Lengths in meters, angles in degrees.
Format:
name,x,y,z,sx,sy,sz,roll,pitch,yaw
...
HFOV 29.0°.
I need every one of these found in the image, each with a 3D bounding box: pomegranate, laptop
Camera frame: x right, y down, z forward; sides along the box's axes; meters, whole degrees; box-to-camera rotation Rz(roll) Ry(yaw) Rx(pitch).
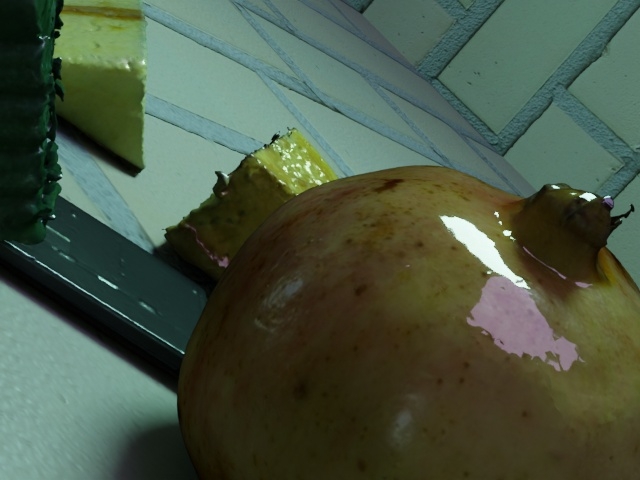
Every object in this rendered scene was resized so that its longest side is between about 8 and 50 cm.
name,x,y,z,sx,sy,sz,roll,pitch,yaw
pomegranate,0.086,0.090,0.805,0.338,0.338,0.338,38,15,-12
laptop,-0.169,0.019,0.933,0.207,0.026,0.154,36,16,-20

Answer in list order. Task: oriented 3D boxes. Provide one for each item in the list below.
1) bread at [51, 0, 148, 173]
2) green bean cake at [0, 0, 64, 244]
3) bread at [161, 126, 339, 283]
name,x,y,z,sx,sy,sz,roll,pitch,yaw
bread,-0.263,-0.171,1.236,0.178,0.135,0.240,1,29,-14
green bean cake,-0.221,-0.117,0.814,0.107,0.208,0.193,3,29,-9
bread,-0.041,-0.018,1.133,0.139,0.143,0.229,41,17,1
